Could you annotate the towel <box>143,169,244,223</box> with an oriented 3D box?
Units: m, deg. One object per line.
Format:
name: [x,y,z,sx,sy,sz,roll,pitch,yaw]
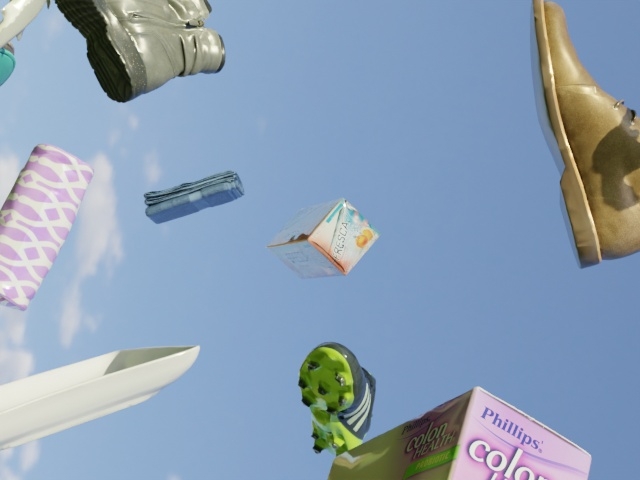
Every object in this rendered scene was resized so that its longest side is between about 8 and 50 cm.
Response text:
towel: [-0.154,-0.054,1.671,0.067,0.119,0.029,67,5,-76]

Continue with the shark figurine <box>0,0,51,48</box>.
shark figurine: [-0.307,-0.254,1.400,0.116,0.166,0.278,82,5,-61]

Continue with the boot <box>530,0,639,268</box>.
boot: [0.299,-0.128,1.501,0.112,0.115,0.305,44,32,-77]

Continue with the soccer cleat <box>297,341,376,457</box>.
soccer cleat: [0.020,0.132,1.227,0.072,0.060,0.179,-54,158,-29]

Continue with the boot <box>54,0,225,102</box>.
boot: [-0.218,-0.287,1.595,0.083,0.161,0.246,-16,-80,49]

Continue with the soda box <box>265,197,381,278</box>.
soda box: [0.000,0.000,1.496,0.063,0.058,0.183,-49,-169,-13]

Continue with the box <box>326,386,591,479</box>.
box: [0.075,0.268,1.050,0.213,0.117,0.243,-38,-154,52]

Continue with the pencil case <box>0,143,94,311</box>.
pencil case: [-0.343,-0.014,1.622,0.206,0.086,0.088,-63,-161,-13]

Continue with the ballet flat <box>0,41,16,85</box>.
ballet flat: [-0.442,-0.198,1.448,0.107,0.106,0.316,-47,172,23]

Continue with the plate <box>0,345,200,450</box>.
plate: [-0.292,0.172,1.457,0.277,0.278,0.045,-12,-85,63]
